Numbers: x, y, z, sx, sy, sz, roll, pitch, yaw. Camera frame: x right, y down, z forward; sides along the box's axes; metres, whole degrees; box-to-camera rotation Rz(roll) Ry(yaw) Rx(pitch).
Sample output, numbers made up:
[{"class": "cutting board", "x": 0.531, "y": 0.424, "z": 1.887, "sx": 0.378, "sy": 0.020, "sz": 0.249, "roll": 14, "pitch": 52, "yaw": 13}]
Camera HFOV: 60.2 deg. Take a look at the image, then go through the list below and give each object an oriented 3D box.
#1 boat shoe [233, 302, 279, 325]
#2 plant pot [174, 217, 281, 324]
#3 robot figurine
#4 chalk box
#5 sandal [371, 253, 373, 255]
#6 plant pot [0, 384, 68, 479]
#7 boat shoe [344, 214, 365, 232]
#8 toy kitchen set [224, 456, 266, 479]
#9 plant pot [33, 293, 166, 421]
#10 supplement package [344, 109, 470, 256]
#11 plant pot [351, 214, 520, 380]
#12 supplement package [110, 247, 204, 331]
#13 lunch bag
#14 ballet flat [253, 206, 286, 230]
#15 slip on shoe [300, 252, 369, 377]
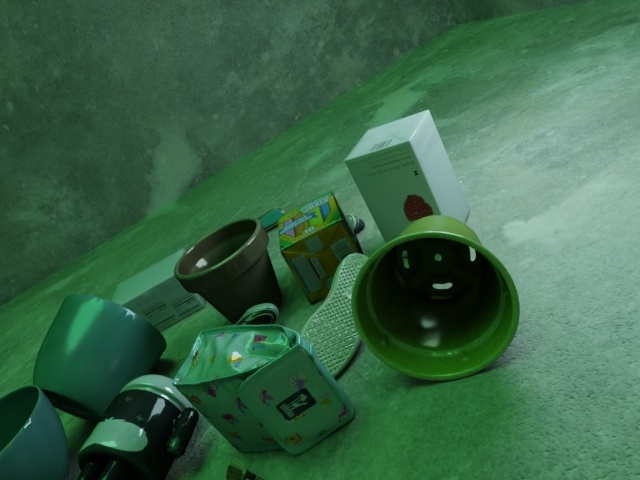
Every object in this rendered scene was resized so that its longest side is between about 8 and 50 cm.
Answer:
[{"class": "boat shoe", "x": -0.192, "y": 0.239, "z": 1.365, "sx": 0.219, "sy": 0.078, "sz": 0.070, "roll": -36, "pitch": 22, "yaw": 6}, {"class": "plant pot", "x": -0.216, "y": 0.102, "z": 1.465, "sx": 0.263, "sy": 0.229, "sz": 0.263, "roll": -25, "pitch": 23, "yaw": 12}, {"class": "robot figurine", "x": -0.366, "y": 0.404, "z": 1.113, "sx": 0.209, "sy": 0.174, "sz": 0.278, "roll": 19, "pitch": 35, "yaw": 2}, {"class": "chalk box", "x": 0.000, "y": 0.000, "z": 1.489, "sx": 0.179, "sy": 0.180, "sz": 0.289, "roll": -27, "pitch": 22, "yaw": 5}, {"class": "sandal", "x": 0.154, "y": 0.065, "z": 1.366, "sx": 0.067, "sy": 0.040, "sz": 0.179, "roll": -19, "pitch": 11, "yaw": 12}, {"class": "plant pot", "x": -0.689, "y": 0.502, "z": 1.240, "sx": 0.290, "sy": 0.195, "sz": 0.290, "roll": -25, "pitch": 26, "yaw": 14}, {"class": "boat shoe", "x": 0.048, "y": -0.035, "z": 1.678, "sx": 0.065, "sy": 0.075, "sz": 0.206, "roll": 8, "pitch": -13, "yaw": -41}, {"class": "toy kitchen set", "x": -0.139, "y": 0.427, "z": 0.931, "sx": 0.068, "sy": 0.083, "sz": 0.075, "roll": 22, "pitch": 41, "yaw": 8}, {"class": "plant pot", "x": -0.580, "y": 0.316, "z": 1.413, "sx": 0.293, "sy": 0.293, "sz": 0.235, "roll": -12, "pitch": 44, "yaw": 36}, {"class": "supplement package", "x": 0.220, "y": -0.130, "z": 1.348, "sx": 0.177, "sy": 0.293, "sz": 0.175, "roll": -13, "pitch": 28, "yaw": 35}, {"class": "plant pot", "x": 0.215, "y": 0.074, "z": 1.033, "sx": 0.276, "sy": 0.276, "sz": 0.254, "roll": -21, "pitch": 13, "yaw": 20}, {"class": "supplement package", "x": -0.518, "y": 0.175, "z": 1.776, "sx": 0.261, "sy": 0.145, "sz": 0.204, "roll": -28, "pitch": 23, "yaw": 2}, {"class": "lunch bag", "x": -0.092, "y": 0.266, "z": 1.001, "sx": 0.262, "sy": 0.223, "sz": 0.160, "roll": -13, "pitch": 34, "yaw": 30}, {"class": "ballet flat", "x": -0.225, "y": -0.048, "z": 2.004, "sx": 0.232, "sy": 0.080, "sz": 0.073, "roll": -24, "pitch": -4, "yaw": 7}, {"class": "slip on shoe", "x": 0.036, "y": 0.175, "z": 1.206, "sx": 0.101, "sy": 0.123, "sz": 0.331, "roll": 109, "pitch": -175, "yaw": -51}]
